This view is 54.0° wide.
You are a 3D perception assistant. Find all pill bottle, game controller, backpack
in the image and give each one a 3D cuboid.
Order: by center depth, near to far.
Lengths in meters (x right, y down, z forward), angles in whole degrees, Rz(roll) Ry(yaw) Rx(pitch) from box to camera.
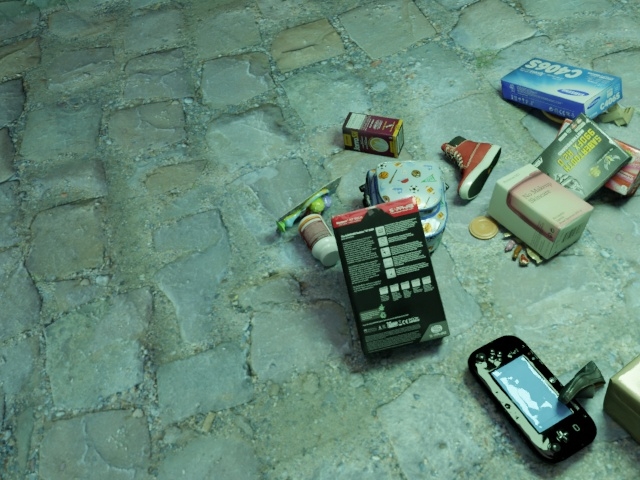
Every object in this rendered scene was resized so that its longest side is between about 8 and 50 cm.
[{"bbox_3d":[0.498,0.368,1.496,0.166,0.067,0.319,-28,54,-11],"label":"game controller"},{"bbox_3d":[0.252,-0.093,1.810,0.276,0.213,0.264,-4,64,4],"label":"backpack"},{"bbox_3d":[0.000,0.000,1.851,0.086,0.086,0.152,-26,53,-9],"label":"pill bottle"}]

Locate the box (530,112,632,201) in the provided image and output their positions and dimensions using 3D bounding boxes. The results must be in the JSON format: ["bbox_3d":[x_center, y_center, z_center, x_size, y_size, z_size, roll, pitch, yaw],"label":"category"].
[{"bbox_3d":[0.725,-0.215,1.783,0.056,0.231,0.183,-5,52,-51],"label":"box"}]

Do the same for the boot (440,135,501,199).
[{"bbox_3d":[0.433,-0.230,1.946,0.176,0.089,0.244,21,52,24],"label":"boot"}]

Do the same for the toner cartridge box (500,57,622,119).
[{"bbox_3d":[0.758,-0.486,2.002,0.165,0.075,0.348,-34,38,-14],"label":"toner cartridge box"}]

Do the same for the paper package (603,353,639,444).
[{"bbox_3d":[0.850,0.352,1.380,0.324,0.168,0.309,-33,55,-13],"label":"paper package"}]

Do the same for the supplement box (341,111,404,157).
[{"bbox_3d":[0.174,-0.348,2.066,0.188,0.104,0.081,12,57,19],"label":"supplement box"}]

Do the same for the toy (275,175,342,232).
[{"bbox_3d":[-0.026,-0.095,1.913,0.237,0.137,0.056,-32,81,-15],"label":"toy"}]

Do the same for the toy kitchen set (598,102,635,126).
[{"bbox_3d":[0.938,-0.413,2.000,0.075,0.083,0.068,-54,21,-26],"label":"toy kitchen set"}]

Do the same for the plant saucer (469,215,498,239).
[{"bbox_3d":[0.477,-0.039,1.836,0.083,0.013,0.084,-5,53,6],"label":"plant saucer"}]

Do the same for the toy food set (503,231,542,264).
[{"bbox_3d":[0.563,0.026,1.767,0.077,0.019,0.122,-15,52,-1],"label":"toy food set"}]

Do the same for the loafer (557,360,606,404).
[{"bbox_3d":[0.616,0.342,1.469,0.170,0.062,0.061,-25,63,-37],"label":"loafer"}]

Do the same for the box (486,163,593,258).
[{"bbox_3d":[0.610,-0.085,1.760,0.148,0.127,0.232,-27,53,-25],"label":"box"}]

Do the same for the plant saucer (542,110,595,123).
[{"bbox_3d":[0.821,-0.446,2.061,0.199,0.037,0.200,-6,53,8],"label":"plant saucer"}]

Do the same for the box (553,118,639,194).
[{"bbox_3d":[0.813,-0.243,1.828,0.256,0.128,0.122,35,24,31],"label":"box"}]

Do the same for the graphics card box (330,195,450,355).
[{"bbox_3d":[0.179,0.092,1.635,0.232,0.094,0.371,-14,84,0],"label":"graphics card box"}]
